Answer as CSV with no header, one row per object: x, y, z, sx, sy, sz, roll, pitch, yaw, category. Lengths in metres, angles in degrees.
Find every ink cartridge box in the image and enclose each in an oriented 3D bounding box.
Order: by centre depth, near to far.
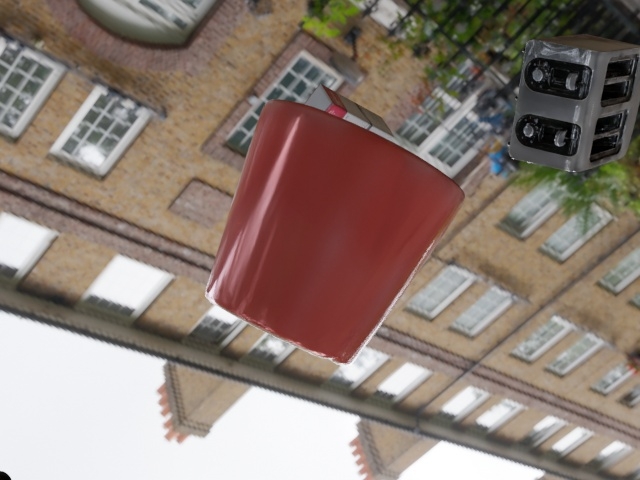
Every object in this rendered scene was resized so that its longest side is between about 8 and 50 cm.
0.030,-0.171,1.353,0.150,0.109,0.063,21,-152,-41,ink cartridge box

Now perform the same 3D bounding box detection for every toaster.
0.356,-0.191,1.143,0.110,0.168,0.186,24,-152,39,toaster

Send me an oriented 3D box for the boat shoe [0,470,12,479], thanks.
-0.302,0.247,0.763,0.081,0.228,0.068,50,-131,-42,boat shoe

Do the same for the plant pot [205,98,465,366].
0.000,0.000,0.989,0.275,0.243,0.275,26,177,2,plant pot
